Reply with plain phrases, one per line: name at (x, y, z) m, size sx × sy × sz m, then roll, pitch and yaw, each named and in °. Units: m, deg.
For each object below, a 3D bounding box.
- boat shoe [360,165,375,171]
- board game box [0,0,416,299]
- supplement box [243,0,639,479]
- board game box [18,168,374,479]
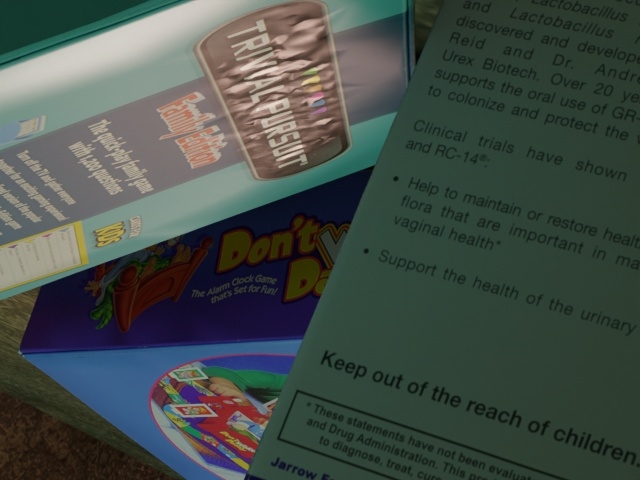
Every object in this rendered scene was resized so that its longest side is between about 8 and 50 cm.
boat shoe at (0.000, 0.000, 0.898) m, size 0.301 × 0.102 × 0.108 m, roll 14°, pitch 152°, yaw 2°
board game box at (-0.140, -0.032, 0.537) m, size 0.336 × 0.079 × 0.254 m, roll -20°, pitch 170°, yaw 0°
supplement box at (0.081, 0.004, 0.519) m, size 0.114 × 0.220 × 0.111 m, roll 15°, pitch 166°, yaw 27°
board game box at (0.063, 0.095, 0.844) m, size 0.233 × 0.078 × 0.347 m, roll -5°, pitch 146°, yaw 33°
